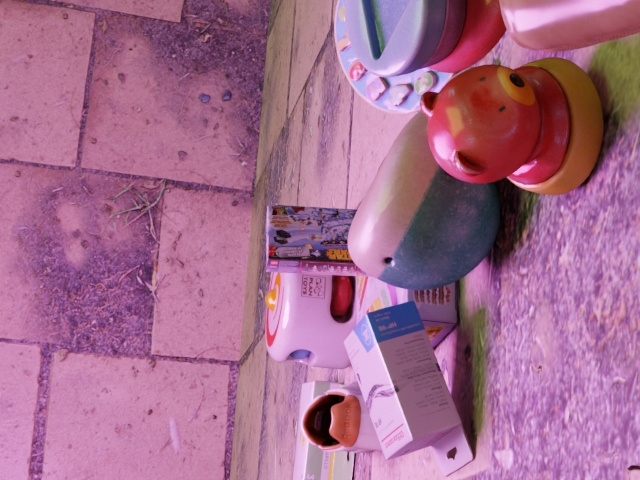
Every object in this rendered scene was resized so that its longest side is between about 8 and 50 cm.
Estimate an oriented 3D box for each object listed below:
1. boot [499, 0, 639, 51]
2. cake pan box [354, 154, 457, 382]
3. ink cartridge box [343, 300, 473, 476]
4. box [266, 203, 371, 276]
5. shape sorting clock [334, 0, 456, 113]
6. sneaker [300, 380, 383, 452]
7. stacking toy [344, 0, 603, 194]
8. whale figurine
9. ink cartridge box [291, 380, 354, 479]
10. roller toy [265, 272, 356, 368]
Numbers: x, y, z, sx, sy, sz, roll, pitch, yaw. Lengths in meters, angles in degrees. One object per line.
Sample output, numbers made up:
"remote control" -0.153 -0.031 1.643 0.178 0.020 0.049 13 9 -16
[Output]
"boot" 0.219 -0.248 0.740 0.269 0.089 0.236 -166 82 -65
"cake pan box" 0.103 0.021 1.416 0.246 0.070 0.267 124 151 -63
"ink cartridge box" 0.092 0.168 1.222 0.104 0.060 0.180 119 134 -63
"box" 0.000 0.000 1.422 0.027 0.137 0.094 100 172 -47
"shape sorting clock" 0.093 -0.261 1.424 0.206 0.040 0.206 10 106 39
"sneaker" 0.028 0.232 1.526 0.290 0.123 0.106 139 135 -76
"stacking toy" 0.132 -0.215 0.977 0.309 0.130 0.279 55 138 38
"whale figurine" 0.135 -0.063 1.214 0.272 0.141 0.216 -60 -2 -40
"ink cartridge box" 0.006 0.306 1.778 0.235 0.056 0.171 135 141 -76
"roller toy" -0.012 0.096 1.752 0.191 0.146 0.209 -104 24 -62
